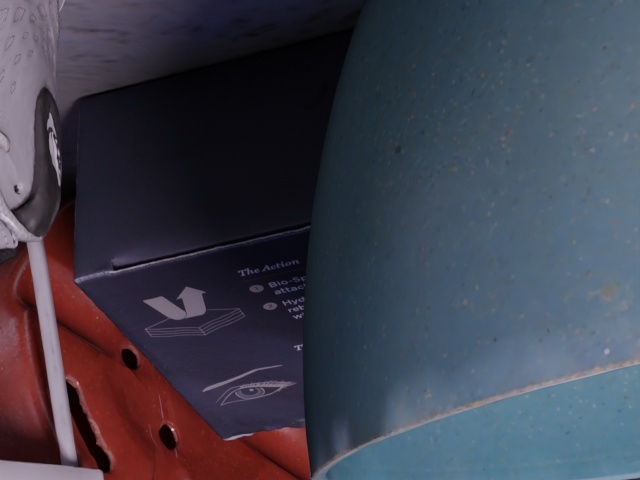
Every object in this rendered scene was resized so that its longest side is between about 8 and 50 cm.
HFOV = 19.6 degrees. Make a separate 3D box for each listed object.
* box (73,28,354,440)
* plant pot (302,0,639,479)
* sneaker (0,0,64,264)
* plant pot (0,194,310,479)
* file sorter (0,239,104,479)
[{"bbox_3d":[0.000,0.000,0.777,0.156,0.093,0.158,-13,147,15],"label":"box"},{"bbox_3d":[0.126,-0.048,0.536,0.290,0.195,0.290,-9,167,-2],"label":"plant pot"},{"bbox_3d":[-0.116,-0.054,0.492,0.086,0.132,0.229,-12,166,14],"label":"sneaker"},{"bbox_3d":[-0.161,0.116,0.930,0.265,0.272,0.272,-27,158,32],"label":"plant pot"},{"bbox_3d":[-0.238,0.035,0.686,0.193,0.173,0.278,-15,165,19],"label":"file sorter"}]
